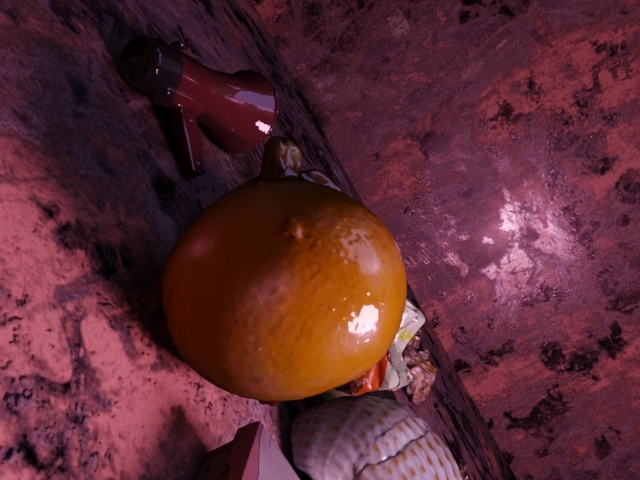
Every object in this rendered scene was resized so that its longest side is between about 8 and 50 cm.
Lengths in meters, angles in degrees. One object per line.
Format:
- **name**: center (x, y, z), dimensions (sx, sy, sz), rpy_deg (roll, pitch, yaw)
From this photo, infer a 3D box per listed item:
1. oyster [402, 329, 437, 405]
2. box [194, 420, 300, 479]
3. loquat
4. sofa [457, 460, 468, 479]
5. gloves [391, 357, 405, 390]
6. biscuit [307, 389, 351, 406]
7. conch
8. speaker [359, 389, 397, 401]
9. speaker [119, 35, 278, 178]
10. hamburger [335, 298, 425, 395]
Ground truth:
- **oyster**: center (0.306, 0.399, 1.953), dimensions (0.238, 0.115, 0.351), rpy_deg (62, 12, 7)
- **box**: center (-0.064, 0.351, 0.658), dimensions (0.215, 0.086, 0.215), rpy_deg (58, 13, -12)
- **loquat**: center (-0.046, 0.041, 0.814), dimensions (0.328, 0.328, 0.359), rpy_deg (-34, 124, -78)
- **sofa**: center (0.248, 0.588, 1.173), dimensions (0.258, 0.200, 0.182), rpy_deg (56, 25, -26)
- **gloves**: center (0.141, 0.300, 1.498), dimensions (0.181, 0.106, 0.129), rpy_deg (-146, -121, -83)
- **biscuit**: center (0.047, 0.345, 1.224), dimensions (0.322, 0.038, 0.099), rpy_deg (48, 14, -42)
- **conch**: center (0.103, 0.378, 1.001), dimensions (0.319, 0.215, 0.303), rpy_deg (48, 7, -48)
- **speaker**: center (0.145, 0.401, 1.470), dimensions (0.218, 0.044, 0.082), rpy_deg (41, 24, -58)
- **speaker**: center (-0.258, -0.259, 1.229), dimensions (0.329, 0.198, 0.259), rpy_deg (-1, 102, -60)
- **hamburger**: center (0.070, 0.139, 1.071), dimensions (0.260, 0.150, 0.276), rpy_deg (-49, -127, 58)
